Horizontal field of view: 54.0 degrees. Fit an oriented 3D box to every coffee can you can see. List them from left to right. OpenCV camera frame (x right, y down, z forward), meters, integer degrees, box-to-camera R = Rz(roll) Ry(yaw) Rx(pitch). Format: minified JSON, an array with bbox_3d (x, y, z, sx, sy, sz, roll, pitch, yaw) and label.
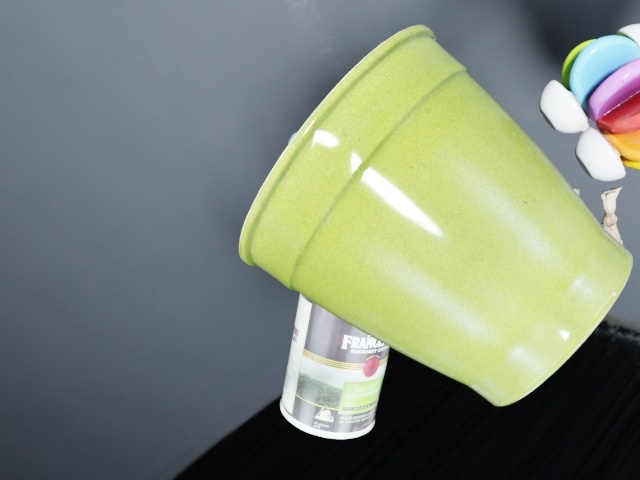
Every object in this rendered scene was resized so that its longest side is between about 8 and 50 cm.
[{"bbox_3d":[0.038,0.224,1.264,0.202,0.202,0.275,24,111,43],"label":"coffee can"}]

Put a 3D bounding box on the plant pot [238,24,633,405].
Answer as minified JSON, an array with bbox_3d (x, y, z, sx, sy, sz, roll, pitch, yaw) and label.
[{"bbox_3d":[0.156,-0.002,0.768,0.353,0.366,0.366,40,150,10],"label":"plant pot"}]

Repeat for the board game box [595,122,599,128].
[{"bbox_3d":[0.595,-0.190,0.970,0.306,0.193,0.053,1,126,17],"label":"board game box"}]

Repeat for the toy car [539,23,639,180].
[{"bbox_3d":[0.363,-0.168,0.747,0.182,0.159,0.136,57,-165,10],"label":"toy car"}]

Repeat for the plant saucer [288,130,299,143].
[{"bbox_3d":[-0.010,-0.219,1.303,0.119,0.119,0.021,11,113,52],"label":"plant saucer"}]

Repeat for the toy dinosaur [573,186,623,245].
[{"bbox_3d":[0.485,0.014,1.154,0.296,0.127,0.200,-163,56,-81],"label":"toy dinosaur"}]
